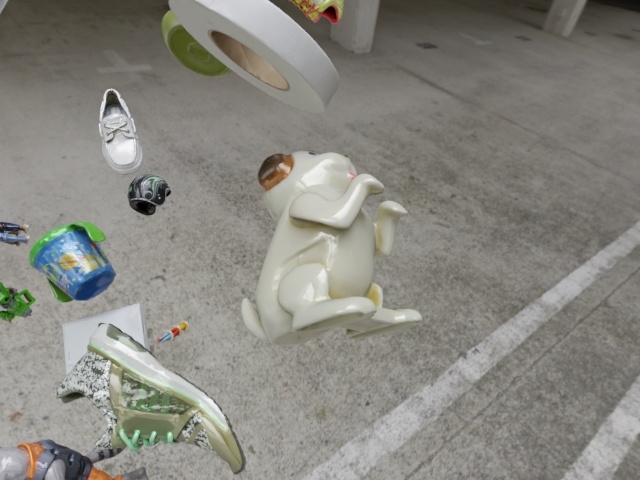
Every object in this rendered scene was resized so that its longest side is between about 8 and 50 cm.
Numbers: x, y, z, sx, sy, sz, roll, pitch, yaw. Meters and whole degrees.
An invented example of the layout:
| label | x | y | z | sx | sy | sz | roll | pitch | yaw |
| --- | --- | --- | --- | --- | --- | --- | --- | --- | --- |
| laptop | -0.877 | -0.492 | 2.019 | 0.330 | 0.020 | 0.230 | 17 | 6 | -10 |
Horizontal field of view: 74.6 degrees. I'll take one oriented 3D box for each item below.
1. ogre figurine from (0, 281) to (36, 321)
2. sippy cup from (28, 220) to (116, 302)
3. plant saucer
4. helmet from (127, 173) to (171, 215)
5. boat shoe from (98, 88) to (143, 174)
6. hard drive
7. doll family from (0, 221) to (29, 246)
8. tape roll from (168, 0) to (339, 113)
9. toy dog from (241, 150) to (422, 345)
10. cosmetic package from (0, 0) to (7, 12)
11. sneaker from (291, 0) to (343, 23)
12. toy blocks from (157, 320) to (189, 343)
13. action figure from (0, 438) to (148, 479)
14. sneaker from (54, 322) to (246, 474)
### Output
| label | x | y | z | sx | sy | sz | roll | pitch | yaw |
| --- | --- | --- | --- | --- | --- | --- | --- | --- | --- |
| ogre figurine | -0.895 | 0.168 | 1.201 | 0.197 | 0.118 | 0.097 | -7 | 44 | 29 |
| sippy cup | -0.891 | 0.094 | 1.548 | 0.224 | 0.305 | 0.240 | 43 | 58 | 12 |
| plant saucer | -0.348 | -0.561 | 1.225 | 0.241 | 0.241 | 0.037 | 11 | 67 | 3 |
| helmet | -0.739 | -0.207 | 1.817 | 0.169 | 0.169 | 0.162 | 6 | 60 | -3 |
| boat shoe | -0.555 | -0.302 | 1.143 | 0.098 | 0.096 | 0.277 | -16 | 62 | -21 |
| hard drive | -0.809 | 0.375 | 1.586 | 0.307 | 0.040 | 0.203 | -15 | 74 | 1 |
| doll family | -0.790 | -0.017 | 1.024 | 0.111 | 0.193 | 0.076 | 15 | 71 | -45 |
| tape roll | -0.138 | -0.416 | 0.915 | 0.392 | 0.392 | 0.072 | 33 | 92 | 25 |
| toy dog | 0.000 | 0.000 | 0.891 | 0.284 | 0.395 | 0.408 | 16 | 59 | -44 |
| cosmetic package | -0.972 | -0.640 | 1.167 | 0.060 | 0.099 | 0.239 | 24 | 84 | 18 |
| sneaker | -0.025 | -0.562 | 0.975 | 0.208 | 0.094 | 0.081 | -6 | 7 | -32 |
| toy blocks | -0.656 | 0.409 | 1.810 | 0.054 | 0.123 | 0.148 | 62 | 27 | -2 |
| action figure | -0.592 | 0.498 | 0.921 | 0.341 | 0.330 | 0.179 | 6 | 62 | 24 |
| sneaker | -0.327 | 0.340 | 0.799 | 0.410 | 0.158 | 0.182 | 30 | 58 | 15 |
